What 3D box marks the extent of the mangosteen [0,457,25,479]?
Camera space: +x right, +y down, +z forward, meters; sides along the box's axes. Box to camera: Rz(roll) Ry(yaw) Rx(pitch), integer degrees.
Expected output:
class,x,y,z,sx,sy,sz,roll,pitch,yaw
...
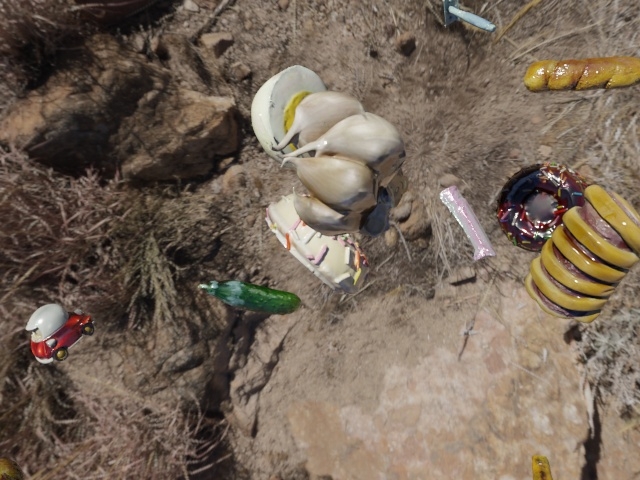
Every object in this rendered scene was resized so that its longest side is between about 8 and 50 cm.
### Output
class,x,y,z,sx,sy,sz,roll,pitch,yaw
mangosteen,-0.404,0.338,0.579,0.265,0.228,0.228,-21,96,-30

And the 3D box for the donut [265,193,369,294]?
class,x,y,z,sx,sy,sz,roll,pitch,yaw
donut,0.000,0.000,1.629,0.382,0.382,0.142,44,95,1

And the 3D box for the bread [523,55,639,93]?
class,x,y,z,sx,sy,sz,roll,pitch,yaw
bread,0.717,-0.440,1.428,0.343,0.124,0.084,1,121,15

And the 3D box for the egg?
class,x,y,z,sx,sy,sz,roll,pitch,yaw
egg,-0.121,-0.404,1.820,0.201,0.337,0.337,-2,100,39

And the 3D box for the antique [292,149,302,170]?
class,x,y,z,sx,sy,sz,roll,pitch,yaw
antique,0.006,-0.246,1.423,0.088,0.086,0.183,32,97,-21

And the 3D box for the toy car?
class,x,y,z,sx,sy,sz,roll,pitch,yaw
toy car,-0.596,0.194,1.224,0.112,0.139,0.112,2,126,44

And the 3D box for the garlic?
class,x,y,z,sx,sy,sz,roll,pitch,yaw
garlic,0.029,-0.131,0.939,0.210,0.292,0.237,33,82,36

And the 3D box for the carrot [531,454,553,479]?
class,x,y,z,sx,sy,sz,roll,pitch,yaw
carrot,0.384,0.442,0.913,0.042,0.171,0.042,5,129,6

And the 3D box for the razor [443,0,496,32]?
class,x,y,z,sx,sy,sz,roll,pitch,yaw
razor,0.311,-0.460,1.127,0.040,0.068,0.135,-34,50,-9

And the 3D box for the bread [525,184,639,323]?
class,x,y,z,sx,sy,sz,roll,pitch,yaw
bread,0.410,0.030,0.852,0.134,0.081,0.225,55,139,39

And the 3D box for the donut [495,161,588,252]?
class,x,y,z,sx,sy,sz,roll,pitch,yaw
donut,0.548,-0.083,1.347,0.235,0.089,0.235,0,91,30

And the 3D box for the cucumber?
class,x,y,z,sx,sy,sz,roll,pitch,yaw
cucumber,-0.086,0.075,0.707,0.155,0.037,0.037,16,105,-35

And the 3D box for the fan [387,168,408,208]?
class,x,y,z,sx,sy,sz,roll,pitch,yaw
fan,0.196,-0.136,1.604,0.008,0.227,0.152,9,147,39

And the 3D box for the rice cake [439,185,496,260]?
class,x,y,z,sx,sy,sz,roll,pitch,yaw
rice cake,0.495,-0.061,1.836,0.081,0.051,0.290,-14,67,-24
